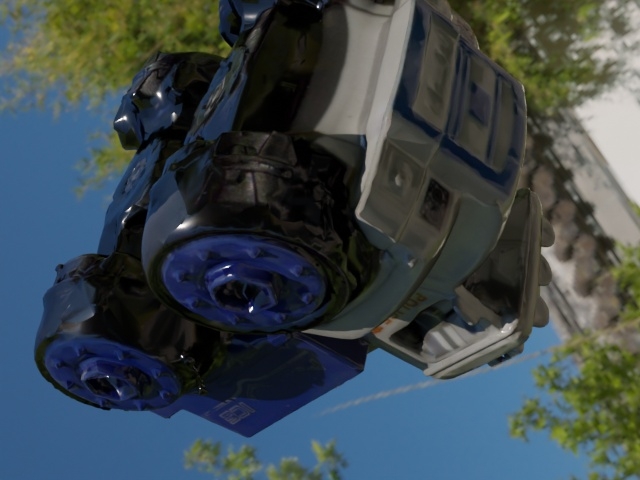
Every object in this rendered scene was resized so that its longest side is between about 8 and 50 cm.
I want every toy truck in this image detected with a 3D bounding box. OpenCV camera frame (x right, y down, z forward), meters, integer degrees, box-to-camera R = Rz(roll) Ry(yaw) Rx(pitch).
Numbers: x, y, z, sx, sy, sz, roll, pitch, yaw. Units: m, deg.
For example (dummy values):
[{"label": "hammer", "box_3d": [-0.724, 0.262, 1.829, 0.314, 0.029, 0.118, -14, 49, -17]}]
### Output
[{"label": "toy truck", "box_3d": [0.000, 0.000, 0.442, 0.177, 0.213, 0.161, 31, -130, -21]}]
